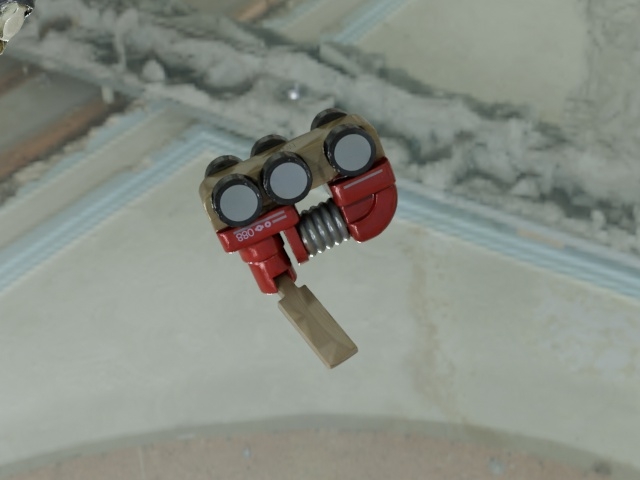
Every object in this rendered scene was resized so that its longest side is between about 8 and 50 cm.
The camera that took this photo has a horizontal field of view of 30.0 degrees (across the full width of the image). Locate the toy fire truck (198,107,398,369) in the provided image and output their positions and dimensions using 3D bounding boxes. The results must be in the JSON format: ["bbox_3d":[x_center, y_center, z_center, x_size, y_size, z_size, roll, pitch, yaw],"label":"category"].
[{"bbox_3d":[0.000,0.000,1.401,0.217,0.246,0.158,-24,-159,-4],"label":"toy fire truck"}]

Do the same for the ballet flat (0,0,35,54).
[{"bbox_3d":[-0.476,-0.312,1.739,0.074,0.203,0.074,27,-134,-33],"label":"ballet flat"}]
